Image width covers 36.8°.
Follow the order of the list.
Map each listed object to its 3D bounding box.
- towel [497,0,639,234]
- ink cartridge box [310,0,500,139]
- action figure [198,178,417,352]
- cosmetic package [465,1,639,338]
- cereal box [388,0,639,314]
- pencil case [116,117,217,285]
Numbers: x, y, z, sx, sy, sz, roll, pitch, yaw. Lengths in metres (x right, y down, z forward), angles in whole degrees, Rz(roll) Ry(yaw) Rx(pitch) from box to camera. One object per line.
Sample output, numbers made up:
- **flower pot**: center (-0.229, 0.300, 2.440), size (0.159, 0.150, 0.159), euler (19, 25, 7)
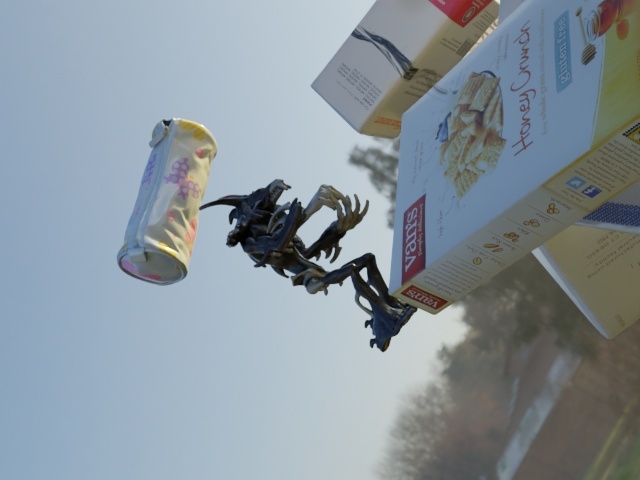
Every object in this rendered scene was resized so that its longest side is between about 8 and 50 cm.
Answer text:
- **towel**: center (0.230, -0.144, 0.724), size (0.034, 0.209, 0.284), euler (-4, -79, -57)
- **ink cartridge box**: center (0.117, -0.257, 1.279), size (0.237, 0.100, 0.172), euler (-50, -15, 17)
- **action figure**: center (0.000, 0.000, 1.120), size (0.141, 0.276, 0.164), euler (-55, -8, 13)
- **cosmetic package**: center (0.395, -0.142, 1.414), size (0.329, 0.393, 0.327), euler (-40, -46, 8)
- **cereal box**: center (0.131, -0.076, 0.613), size (0.240, 0.047, 0.173), euler (-41, 32, 45)
- **pencil case**: center (-0.244, -0.064, 1.548), size (0.124, 0.114, 0.273), euler (84, -167, -60)
